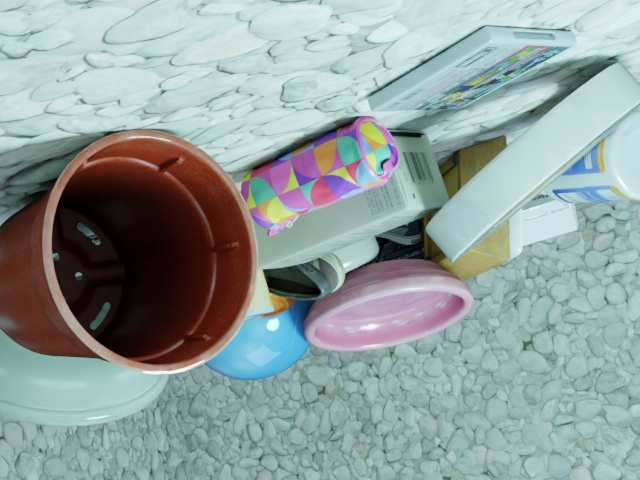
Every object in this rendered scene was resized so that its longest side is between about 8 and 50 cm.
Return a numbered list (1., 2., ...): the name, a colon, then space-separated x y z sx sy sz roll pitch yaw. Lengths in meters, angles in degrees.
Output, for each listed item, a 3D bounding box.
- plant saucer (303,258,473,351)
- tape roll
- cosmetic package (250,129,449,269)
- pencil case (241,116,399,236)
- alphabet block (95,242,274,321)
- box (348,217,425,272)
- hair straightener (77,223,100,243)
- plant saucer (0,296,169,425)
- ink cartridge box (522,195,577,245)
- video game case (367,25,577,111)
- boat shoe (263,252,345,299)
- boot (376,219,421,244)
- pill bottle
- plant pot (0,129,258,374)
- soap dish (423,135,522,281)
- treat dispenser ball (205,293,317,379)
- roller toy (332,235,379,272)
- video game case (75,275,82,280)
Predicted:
1. plant saucer: 0.126 0.123 1.873 0.332 0.084 0.332 -10 157 -5
2. tape roll: 0.327 -0.115 1.478 0.392 0.072 0.392 -39 173 -6
3. cosmetic package: 0.032 -0.062 1.525 0.296 0.129 0.153 -22 172 31
4. pencil case: -0.003 -0.090 1.367 0.236 0.104 0.104 -24 170 37
5. alphabet block: -0.223 0.057 1.564 0.193 0.197 0.192 -9 170 -44
6. box: 0.193 0.006 2.142 0.270 0.060 0.216 -23 -150 37
7. hair straightener: -0.362 -0.010 1.402 0.230 0.047 0.089 -19 173 -16
8. plant saucer: -0.440 0.152 1.610 0.400 0.100 0.400 14 -157 -6
9. ink cartridge box: 0.414 -0.083 1.951 0.153 0.087 0.208 -17 -150 7
10. video game case: 0.188 -0.211 1.203 0.183 0.023 0.201 -9 168 -44
11. boat shoe: -0.101 0.041 1.708 0.285 0.103 0.092 15 -157 17
12. boot: 0.142 -0.053 2.083 0.190 0.086 0.069 14 -155 43
13. pill bottle: 0.481 -0.144 1.733 0.152 0.152 0.272 -13 -174 -26
14. plant pot: -0.260 0.032 1.158 0.272 0.272 0.265 -10 177 -41
15. soap dish: 0.281 -0.050 1.844 0.118 0.229 0.291 2 169 -11
16. treat dispenser ball: -0.145 0.140 1.976 0.288 0.288 0.288 -17 172 -2
17. roller toy: 0.000 0.000 1.817 0.191 0.146 0.209 -25 180 8
18. video game case: -0.483 0.186 1.865 0.232 0.210 0.042 -17 173 7
